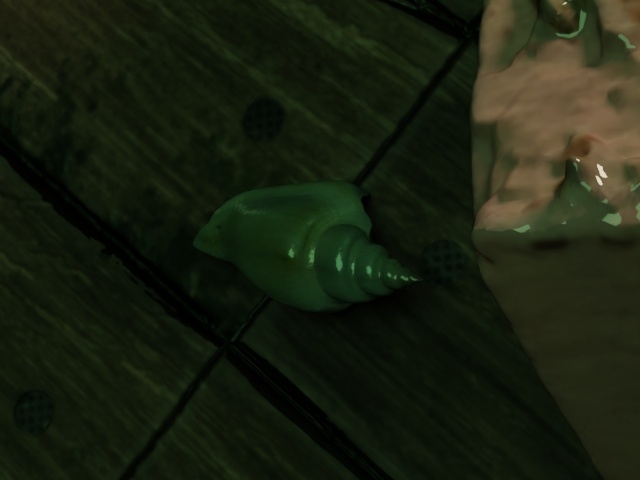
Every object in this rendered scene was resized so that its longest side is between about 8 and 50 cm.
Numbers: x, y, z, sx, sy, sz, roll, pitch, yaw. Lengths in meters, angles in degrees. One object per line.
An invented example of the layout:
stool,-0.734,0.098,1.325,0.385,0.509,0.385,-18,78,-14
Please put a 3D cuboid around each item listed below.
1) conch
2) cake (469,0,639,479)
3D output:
conch,-0.005,0.000,1.225,0.180,0.065,0.088,15,84,36
cake,0.254,-0.042,0.955,0.307,0.293,0.314,-11,42,21
